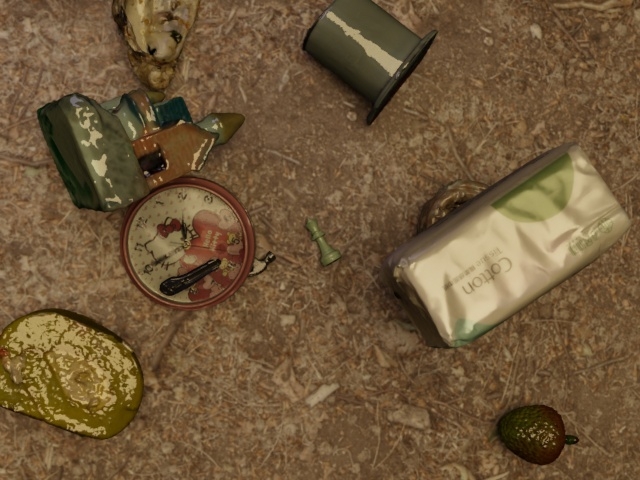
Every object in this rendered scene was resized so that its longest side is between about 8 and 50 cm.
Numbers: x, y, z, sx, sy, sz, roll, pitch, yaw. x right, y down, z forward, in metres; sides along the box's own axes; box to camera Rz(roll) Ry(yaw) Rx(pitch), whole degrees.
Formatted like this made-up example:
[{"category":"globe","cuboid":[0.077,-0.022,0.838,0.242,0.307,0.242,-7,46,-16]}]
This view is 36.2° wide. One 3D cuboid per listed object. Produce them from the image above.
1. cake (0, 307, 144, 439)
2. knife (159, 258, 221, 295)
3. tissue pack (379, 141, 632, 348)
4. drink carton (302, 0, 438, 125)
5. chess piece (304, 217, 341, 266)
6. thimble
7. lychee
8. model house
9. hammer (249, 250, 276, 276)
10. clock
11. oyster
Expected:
[{"category":"cake","cuboid":[-0.424,0.221,1.667,0.260,0.156,0.179,21,89,-9]},{"category":"knife","cuboid":[-0.228,0.062,1.719,0.121,0.018,0.031,-29,99,2]},{"category":"tissue pack","cuboid":[0.289,0.019,1.601,0.356,0.266,0.194,-33,87,-5]},{"category":"drink carton","cuboid":[0.088,-0.355,1.786,0.189,0.191,0.185,42,82,2]},{"category":"chess piece","cuboid":[0.000,0.000,1.810,0.042,0.042,0.093,-30,86,-11]},{"category":"thimble","cuboid":[0.281,0.009,1.806,0.229,0.148,0.196,43,82,-2]},{"category":"lychee","cuboid":[0.404,0.360,1.813,0.146,0.114,0.114,10,84,-4]},{"category":"model house","cuboid":[-0.285,-0.194,1.676,0.324,0.267,0.194,-24,103,-23]},{"category":"hammer","cuboid":[-0.175,-0.014,1.789,0.078,0.021,0.201,-43,93,-10]},{"category":"clock","cuboid":[-0.237,0.007,1.747,0.244,0.056,0.245,0,99,-1]},{"category":"oyster","cuboid":[-0.282,-0.427,1.780,0.166,0.094,0.294,37,68,-21]}]
